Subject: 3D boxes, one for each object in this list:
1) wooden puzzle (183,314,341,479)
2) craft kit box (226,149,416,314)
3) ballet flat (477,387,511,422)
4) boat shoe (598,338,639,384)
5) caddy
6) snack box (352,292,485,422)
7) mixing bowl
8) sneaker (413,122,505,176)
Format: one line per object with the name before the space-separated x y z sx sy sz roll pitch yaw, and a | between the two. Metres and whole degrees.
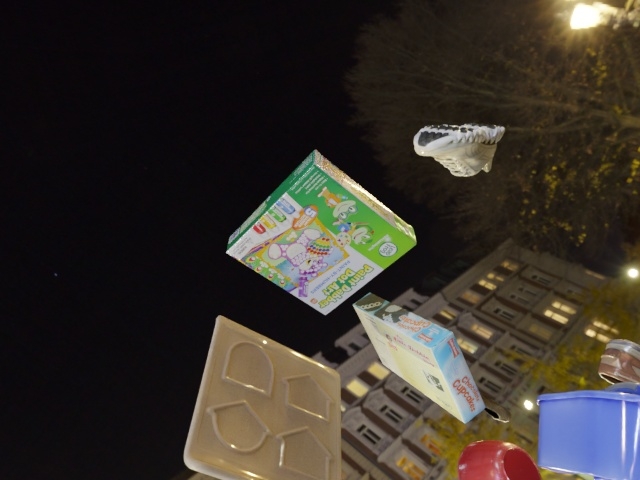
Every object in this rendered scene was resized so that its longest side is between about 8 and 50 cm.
wooden puzzle | -0.100 0.343 0.959 0.322 0.347 0.080 31 -61 -22
craft kit box | 0.000 0.000 0.890 0.247 0.061 0.250 33 -59 -25
ballet flat | 0.512 0.518 1.530 0.250 0.084 0.058 39 -114 -24
boat shoe | 0.808 0.373 1.141 0.116 0.324 0.123 -48 -21 -13
caddy | 0.536 0.341 0.857 0.341 0.241 0.179 105 179 -69
snack box | 0.198 0.237 1.047 0.060 0.322 0.187 -32 -71 -15
mixing bowl | 0.394 0.499 1.025 0.181 0.181 0.098 -23 -28 -39
sneaker | 0.306 -0.193 1.055 0.292 0.110 0.118 -13 -64 -42
